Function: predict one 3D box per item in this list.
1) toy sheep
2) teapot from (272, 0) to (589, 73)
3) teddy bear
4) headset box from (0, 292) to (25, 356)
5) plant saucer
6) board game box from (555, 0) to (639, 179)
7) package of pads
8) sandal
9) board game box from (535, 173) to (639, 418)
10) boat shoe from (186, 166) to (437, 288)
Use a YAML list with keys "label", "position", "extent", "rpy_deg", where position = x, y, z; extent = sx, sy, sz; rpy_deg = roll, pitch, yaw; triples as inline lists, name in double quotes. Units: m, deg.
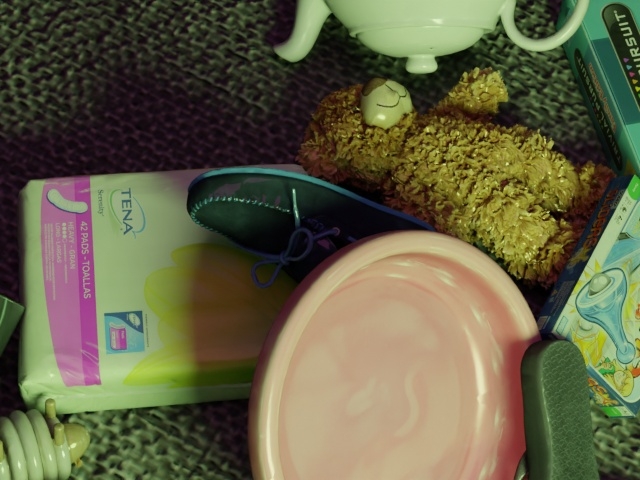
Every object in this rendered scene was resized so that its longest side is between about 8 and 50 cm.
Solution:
- label: "toy sheep"
  position: [-0.278, 0.198, 1.697]
  extent: [0.132, 0.091, 0.091]
  rpy_deg: [-10, 62, -16]
- label: "teapot"
  position: [0.111, -0.269, 1.915]
  extent: [0.253, 0.256, 0.187]
  rpy_deg: [-3, 91, -28]
- label: "teddy bear"
  position: [0.147, -0.075, 1.857]
  extent: [0.338, 0.113, 0.245]
  rpy_deg: [40, 64, 18]
- label: "headset box"
  position: [-0.399, 0.122, 1.597]
  extent: [0.131, 0.246, 0.283]
  rpy_deg: [26, 85, 11]
- label: "plant saucer"
  position: [0.062, 0.155, 1.655]
  extent: [0.332, 0.084, 0.332]
  rpy_deg: [-2, 93, -36]
- label: "board game box"
  position: [0.453, -0.178, 1.945]
  extent: [0.336, 0.079, 0.253]
  rpy_deg: [-12, 62, -9]
- label: "package of pads"
  position: [-0.146, 0.042, 1.784]
  extent: [0.297, 0.101, 0.229]
  rpy_deg: [-3, 62, -5]
- label: "sandal"
  position: [0.215, 0.220, 1.695]
  extent: [0.097, 0.054, 0.254]
  rpy_deg: [9, 78, -44]
- label: "board game box"
  position: [0.297, 0.055, 1.791]
  extent: [0.136, 0.035, 0.201]
  rpy_deg: [44, 61, -24]
- label: "boat shoe"
  position: [0.000, 0.000, 1.701]
  extent: [0.258, 0.109, 0.089]
  rpy_deg: [13, 61, -16]
